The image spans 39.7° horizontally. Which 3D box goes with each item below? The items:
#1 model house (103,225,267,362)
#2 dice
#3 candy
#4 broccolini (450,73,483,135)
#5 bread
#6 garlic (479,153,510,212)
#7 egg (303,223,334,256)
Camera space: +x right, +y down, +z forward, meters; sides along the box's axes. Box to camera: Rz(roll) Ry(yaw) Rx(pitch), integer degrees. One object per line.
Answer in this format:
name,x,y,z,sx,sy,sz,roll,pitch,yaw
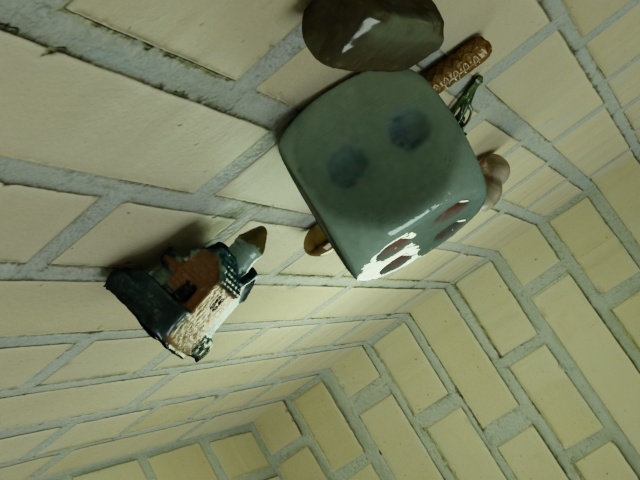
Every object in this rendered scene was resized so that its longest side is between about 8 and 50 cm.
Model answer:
model house,-0.219,0.066,1.639,0.291,0.184,0.253,-44,159,-7
dice,0.103,-0.109,1.479,0.262,0.265,0.268,-32,163,-1
candy,0.077,-0.290,1.191,0.104,0.102,0.234,-43,159,33
broccolini,0.281,-0.249,1.761,0.074,0.058,0.201,-31,166,-29
bread,0.229,-0.299,1.542,0.157,0.044,0.052,-34,158,6
garlic,0.400,-0.149,2.186,0.174,0.124,0.099,-54,155,-22
egg,0.000,0.000,1.963,0.083,0.071,0.071,-30,164,6
